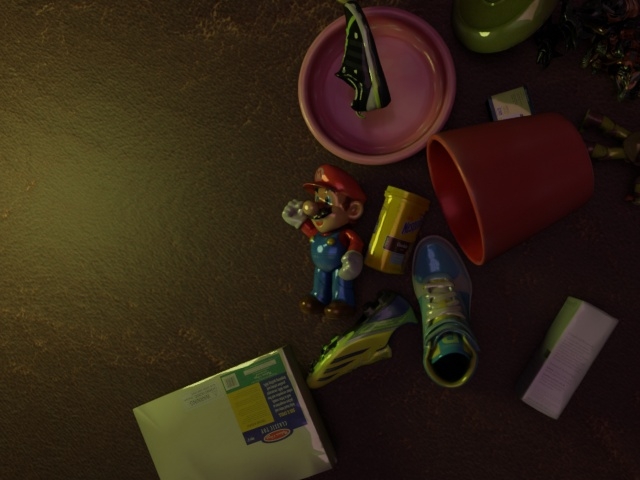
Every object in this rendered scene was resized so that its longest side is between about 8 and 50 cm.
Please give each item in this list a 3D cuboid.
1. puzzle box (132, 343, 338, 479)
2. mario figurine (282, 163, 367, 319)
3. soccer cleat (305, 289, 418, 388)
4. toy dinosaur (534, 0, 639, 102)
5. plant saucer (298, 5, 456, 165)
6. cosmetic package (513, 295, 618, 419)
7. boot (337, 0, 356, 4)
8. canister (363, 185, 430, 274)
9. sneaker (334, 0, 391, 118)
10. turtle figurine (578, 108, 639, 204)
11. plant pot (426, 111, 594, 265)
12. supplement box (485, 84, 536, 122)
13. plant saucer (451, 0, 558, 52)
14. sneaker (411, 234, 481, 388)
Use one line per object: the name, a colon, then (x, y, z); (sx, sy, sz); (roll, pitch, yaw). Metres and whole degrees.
puzzle box: (-0.192, 0.424, 1.385); (0.408, 0.052, 0.272); (-24, 85, 18)
mario figurine: (0.000, 0.000, 1.329); (0.198, 0.170, 0.321); (2, 92, 11)
soccer cleat: (0.086, 0.233, 1.351); (0.121, 0.093, 0.289); (45, 99, -5)
toy dinosaur: (0.559, -0.433, 1.272); (0.218, 0.164, 0.322); (-15, 69, -5)
plant saucer: (0.121, -0.323, 1.352); (0.332, 0.084, 0.332); (0, 90, 10)
cosmetic package: (0.488, 0.231, 1.270); (0.085, 0.117, 0.231); (29, 93, 7)
boot: (0.104, -0.628, 1.294); (0.095, 0.203, 0.262); (43, 98, 7)
canister: (0.159, -0.018, 1.323); (0.073, 0.126, 0.170); (21, 96, 28)
sneaker: (0.068, -0.365, 1.276); (0.097, 0.084, 0.235); (-17, 87, 10)
turtle figurine: (0.624, -0.171, 1.264); (0.217, 0.087, 0.270); (17, 92, 9)
plant pot: (0.370, -0.118, 1.234); (0.243, 0.275, 0.275); (-21, 86, -2)
supplement box: (0.397, -0.267, 1.318); (0.083, 0.056, 0.083); (-15, 87, 9)
plant saucer: (0.362, -0.496, 1.270); (0.241, 0.037, 0.241); (-15, 66, 37)
sneaker: (0.253, 0.143, 1.263); (0.127, 0.208, 0.319); (-12, 87, 10)
